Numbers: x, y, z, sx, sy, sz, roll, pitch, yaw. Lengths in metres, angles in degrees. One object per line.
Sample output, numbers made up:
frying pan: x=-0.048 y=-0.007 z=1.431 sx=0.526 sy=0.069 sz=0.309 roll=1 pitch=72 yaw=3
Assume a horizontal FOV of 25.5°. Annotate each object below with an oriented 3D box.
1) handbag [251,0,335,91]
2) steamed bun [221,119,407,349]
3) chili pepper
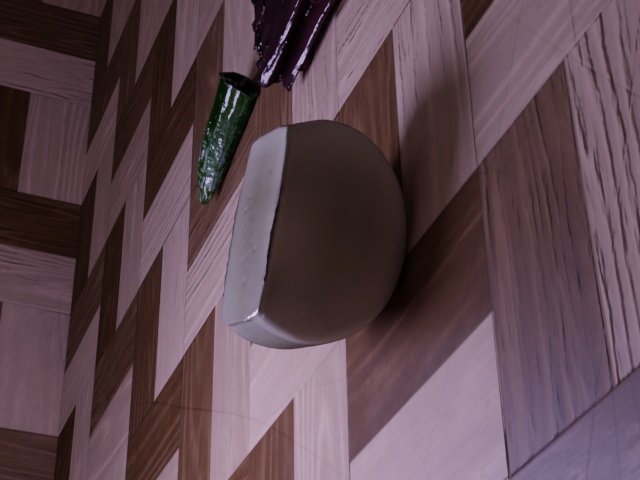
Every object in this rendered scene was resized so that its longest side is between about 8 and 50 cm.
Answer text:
handbag: x=-0.036 y=-0.342 z=2.005 sx=0.203 sy=0.074 sz=0.216 roll=-98 pitch=25 yaw=-46
steamed bun: x=0.000 y=0.000 z=1.533 sx=0.146 sy=0.164 sz=0.241 roll=162 pitch=120 yaw=-67
chili pepper: x=-0.159 y=-0.155 z=2.274 sx=0.088 sy=0.059 sz=0.226 roll=-118 pitch=42 yaw=-56
